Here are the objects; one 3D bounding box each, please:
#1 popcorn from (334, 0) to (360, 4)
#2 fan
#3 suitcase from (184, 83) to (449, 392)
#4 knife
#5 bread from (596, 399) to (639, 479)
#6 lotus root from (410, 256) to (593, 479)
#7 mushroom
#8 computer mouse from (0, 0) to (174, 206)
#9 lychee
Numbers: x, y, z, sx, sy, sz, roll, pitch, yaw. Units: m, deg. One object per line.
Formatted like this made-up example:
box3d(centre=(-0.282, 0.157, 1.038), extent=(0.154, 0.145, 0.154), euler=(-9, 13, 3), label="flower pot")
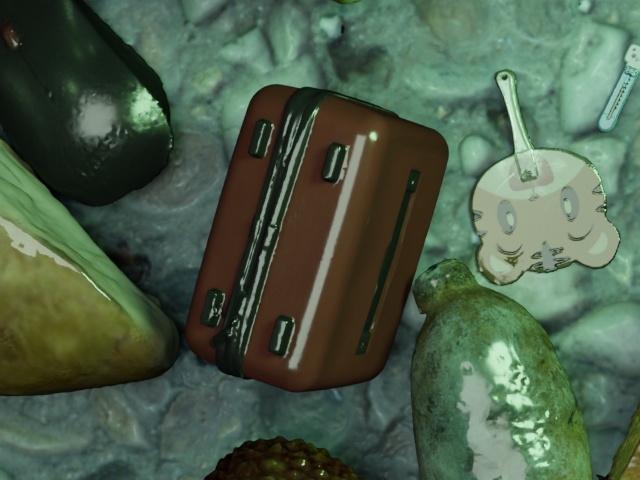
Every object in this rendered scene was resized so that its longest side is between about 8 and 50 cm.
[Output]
box3d(centre=(-0.017, -0.409, 1.355), extent=(0.312, 0.312, 0.312), euler=(1, 92, 14), label="popcorn")
box3d(centre=(0.221, -0.070, 1.438), extent=(0.152, 0.008, 0.226), euler=(-13, 90, 15), label="fan")
box3d(centre=(0.000, 0.000, 1.385), extent=(0.161, 0.236, 0.297), euler=(18, 97, 24), label="suitcase")
box3d(centre=(0.311, -0.156, 1.410), extent=(0.027, 0.010, 0.096), euler=(26, 98, 13), label="knife")
box3d(centre=(0.384, 0.155, 1.345), extent=(0.134, 0.129, 0.260), euler=(26, 100, 11), label="bread")
box3d(centre=(0.176, 0.184, 1.382), extent=(0.175, 0.175, 0.349), euler=(-15, 89, 15), label="lotus root")
box3d(centre=(-0.365, 0.073, 1.485), extent=(0.397, 0.224, 0.313), euler=(39, 100, 9), label="mushroom")
box3d(centre=(-0.290, -0.170, 1.525), extent=(0.168, 0.087, 0.295), euler=(-44, 80, 15), label="computer mouse")
box3d(centre=(-0.022, 0.328, 1.402), extent=(0.271, 0.271, 0.271), euler=(1, 92, 14), label="lychee")
